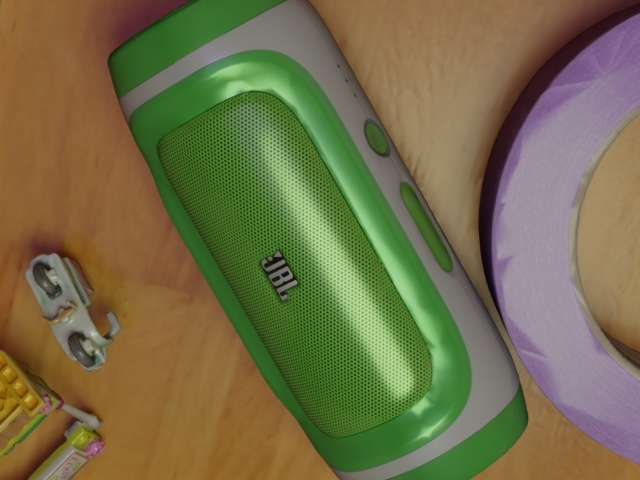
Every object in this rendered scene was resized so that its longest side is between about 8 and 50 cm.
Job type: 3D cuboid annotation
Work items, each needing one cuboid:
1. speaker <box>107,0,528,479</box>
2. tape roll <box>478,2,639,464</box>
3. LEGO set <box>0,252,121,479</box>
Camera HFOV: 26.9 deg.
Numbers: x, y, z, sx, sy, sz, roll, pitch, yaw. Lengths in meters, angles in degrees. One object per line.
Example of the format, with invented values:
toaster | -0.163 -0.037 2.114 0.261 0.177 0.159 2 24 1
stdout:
speaker | 0.000 0.000 0.759 0.131 0.131 0.296 -29 97 6
tape roll | 0.231 -0.006 0.769 0.275 0.090 0.275 0 99 1
LEGO set | -0.240 0.128 0.819 0.287 0.107 0.132 -26 62 10
